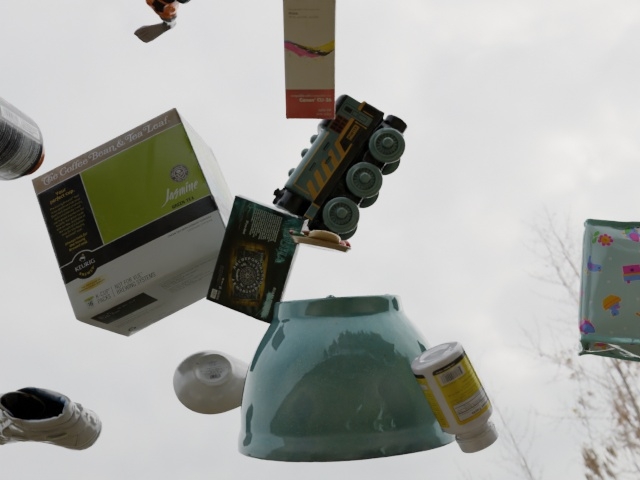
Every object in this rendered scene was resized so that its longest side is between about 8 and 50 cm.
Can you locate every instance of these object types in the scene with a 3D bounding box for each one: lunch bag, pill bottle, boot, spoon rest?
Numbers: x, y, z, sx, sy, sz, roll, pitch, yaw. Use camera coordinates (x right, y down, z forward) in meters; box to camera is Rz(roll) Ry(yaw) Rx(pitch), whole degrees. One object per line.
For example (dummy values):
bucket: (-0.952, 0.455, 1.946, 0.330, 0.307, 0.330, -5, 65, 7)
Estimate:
lunch bag: (0.558, 0.087, 1.197, 0.263, 0.223, 0.160, 4, -21, 21)
pill bottle: (-0.555, -0.175, 1.249, 0.131, 0.245, 0.130, 0, -98, 2)
boot: (-0.490, 0.275, 1.202, 0.259, 0.095, 0.123, 1, -36, 16)
spoon rest: (-0.140, 0.259, 1.406, 0.277, 0.137, 0.084, -6, -41, -12)
pill bottle: (0.155, 0.178, 0.835, 0.065, 0.065, 0.116, -26, -86, 10)

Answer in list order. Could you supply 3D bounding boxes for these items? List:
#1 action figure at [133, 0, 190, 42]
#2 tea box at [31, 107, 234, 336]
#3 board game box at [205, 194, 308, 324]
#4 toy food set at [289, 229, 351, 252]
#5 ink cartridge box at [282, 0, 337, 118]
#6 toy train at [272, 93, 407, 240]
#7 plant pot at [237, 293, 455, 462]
action figure: (-0.177, -0.457, 0.992, 0.179, 0.330, 0.340, -4, -91, -39)
tea box: (-0.343, -0.029, 1.484, 0.329, 0.323, 0.220, -25, -19, 4)
board game box: (-0.105, 0.032, 1.211, 0.126, 0.026, 0.186, 21, -77, 12)
toy food set: (0.000, 0.000, 0.959, 0.083, 0.083, 0.020, 15, -96, -52)
ink cartridge box: (-0.012, -0.263, 0.940, 0.067, 0.115, 0.198, 0, -67, 0)
toy train: (0.043, -0.147, 1.563, 0.190, 0.142, 0.333, 33, -97, 6)
plant pot: (0.029, 0.172, 0.998, 0.293, 0.293, 0.196, -3, -96, -7)
